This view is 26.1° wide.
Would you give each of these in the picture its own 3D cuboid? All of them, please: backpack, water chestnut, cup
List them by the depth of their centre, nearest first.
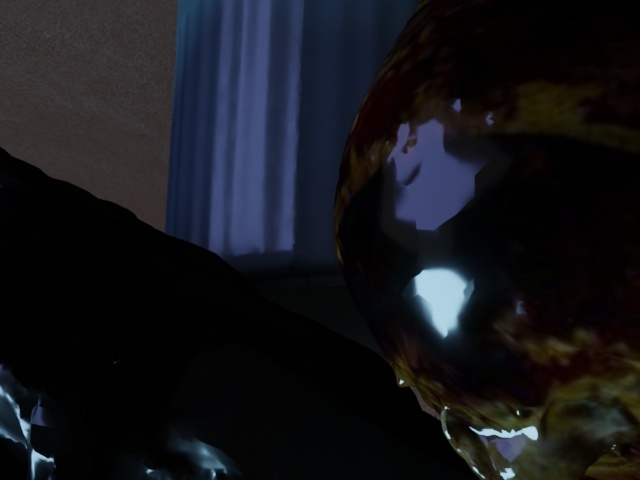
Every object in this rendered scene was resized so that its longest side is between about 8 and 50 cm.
[{"bbox_3d":[0.122,-0.016,0.533,0.238,0.224,0.223,-73,5,-45],"label":"water chestnut"},{"bbox_3d":[-0.056,0.168,0.653,0.255,0.446,0.363,-56,-21,-29],"label":"backpack"},{"bbox_3d":[0.032,-0.077,0.854,0.331,0.257,0.311,110,164,-68],"label":"cup"}]
